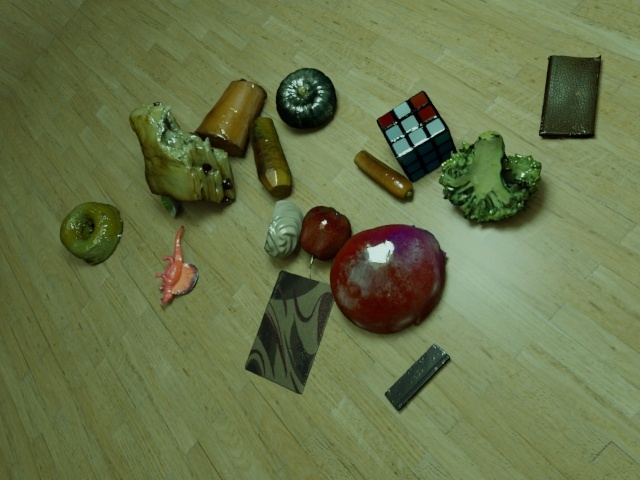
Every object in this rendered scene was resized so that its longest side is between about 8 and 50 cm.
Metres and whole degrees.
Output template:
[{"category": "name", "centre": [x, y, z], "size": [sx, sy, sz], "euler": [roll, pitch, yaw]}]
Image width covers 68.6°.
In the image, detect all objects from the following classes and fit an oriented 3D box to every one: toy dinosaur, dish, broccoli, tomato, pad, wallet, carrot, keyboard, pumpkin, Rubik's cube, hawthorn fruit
[{"category": "toy dinosaur", "centre": [-0.483, 0.090, 1.646], "size": [0.139, 0.070, 0.285], "euler": [12, 75, 18]}, {"category": "dish", "centre": [-0.558, -0.146, 1.763], "size": [0.039, 0.091, 0.137], "euler": [-20, 57, -33]}, {"category": "broccoli", "centre": [0.441, -0.193, 1.211], "size": [0.243, 0.272, 0.180], "euler": [9, 43, 27]}, {"category": "tomato", "centre": [0.174, 0.092, 1.260], "size": [0.335, 0.176, 0.289], "euler": [-19, 68, 17]}, {"category": "pad", "centre": [-0.092, 0.268, 1.421], "size": [0.220, 0.004, 0.330], "euler": [14, 79, 29]}, {"category": "wallet", "centre": [0.675, -0.390, 1.269], "size": [0.133, 0.039, 0.243], "euler": [7, 75, 21]}, {"category": "carrot", "centre": [-0.318, -0.447, 1.676], "size": [0.196, 0.196, 0.254], "euler": [14, 77, 29]}, {"category": "carrot", "centre": [-0.174, -0.284, 1.594], "size": [0.114, 0.114, 0.301], "euler": [-27, 61, 15]}, {"category": "keyboard", "centre": [0.252, 0.355, 1.220], "size": [0.195, 0.018, 0.060], "euler": [-46, 52, 4]}, {"category": "pumpkin", "centre": [-0.050, -0.476, 1.578], "size": [0.212, 0.152, 0.211], "euler": [-6, 75, 24]}, {"category": "Rubik's cube", "centre": [0.279, -0.295, 1.352], "size": [0.162, 0.160, 0.163], "euler": [-28, 63, 13]}, {"category": "hawthorn fruit", "centre": [0.000, 0.000, 1.401], "size": [0.163, 0.163, 0.203], "euler": [41, 107, 31]}, {"category": "carrot", "centre": [0.191, -0.196, 1.415], "size": [0.067, 0.067, 0.225], "euler": [-49, 57, 3]}]

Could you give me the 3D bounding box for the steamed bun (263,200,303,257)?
[{"category": "steamed bun", "centre": [-0.109, -0.029, 1.451], "size": [0.106, 0.183, 0.182], "euler": [13, 76, -6]}]

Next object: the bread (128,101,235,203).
[{"category": "bread", "centre": [-0.481, -0.274, 1.585], "size": [0.314, 0.369, 0.191], "euler": [9, 42, 33]}]

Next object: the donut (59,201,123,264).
[{"category": "donut", "centre": [-0.920, -0.039, 1.869], "size": [0.272, 0.107, 0.271], "euler": [-7, 71, 22]}]
